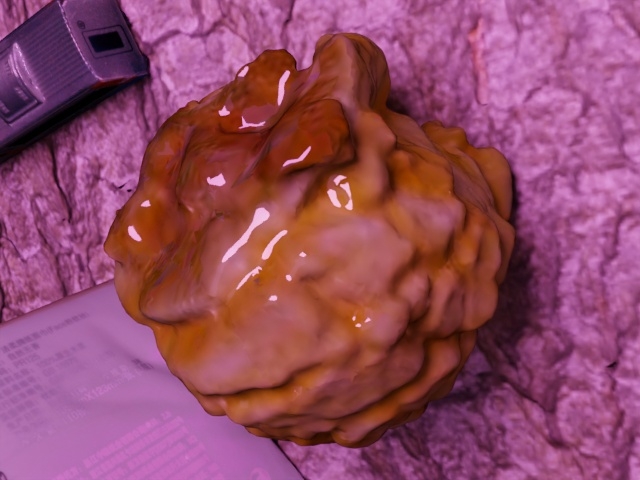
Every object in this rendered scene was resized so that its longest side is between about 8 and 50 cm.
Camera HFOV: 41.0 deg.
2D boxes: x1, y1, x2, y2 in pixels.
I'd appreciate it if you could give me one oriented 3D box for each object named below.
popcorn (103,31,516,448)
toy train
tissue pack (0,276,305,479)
[{"bbox_3d":[-0.006,-0.003,0.574,0.293,0.237,0.293,-35,40,36],"label":"popcorn"},{"bbox_3d":[-0.340,-0.120,0.851,0.409,0.089,0.086,-21,97,35],"label":"toy train"},{"bbox_3d":[-0.237,0.247,0.695,0.332,0.405,0.205,47,126,14],"label":"tissue pack"}]
